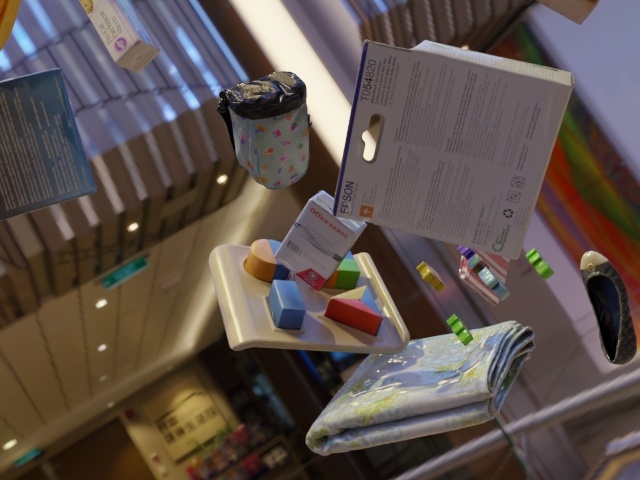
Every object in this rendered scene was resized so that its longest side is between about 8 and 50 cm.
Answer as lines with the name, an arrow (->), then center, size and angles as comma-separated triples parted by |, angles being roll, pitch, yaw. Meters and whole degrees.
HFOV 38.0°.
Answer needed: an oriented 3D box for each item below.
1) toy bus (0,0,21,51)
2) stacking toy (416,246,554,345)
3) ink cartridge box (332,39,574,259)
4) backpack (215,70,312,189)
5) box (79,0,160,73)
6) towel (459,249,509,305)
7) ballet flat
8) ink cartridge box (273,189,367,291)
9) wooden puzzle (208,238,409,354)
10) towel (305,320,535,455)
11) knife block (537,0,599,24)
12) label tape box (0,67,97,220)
toy bus -> -0.499, -0.304, 1.100 | 0.149, 0.220, 0.211 | -63, 0, 10
stacking toy -> 0.247, 0.049, 1.398 | 0.167, 0.052, 0.221 | -43, 29, 11
ink cartridge box -> 0.140, -0.103, 1.031 | 0.045, 0.224, 0.223 | -68, -9, -58
backpack -> -0.086, -0.177, 1.556 | 0.152, 0.115, 0.182 | -17, -48, -20
box -> -0.397, -0.444, 1.687 | 0.067, 0.324, 0.063 | -39, -24, 17
towel -> 0.289, 0.001, 1.595 | 0.029, 0.197, 0.144 | 3, -21, 36
ballet flat -> 0.423, 0.098, 1.365 | 0.057, 0.173, 0.049 | -25, -13, 41
ink cartridge box -> 0.000, 0.000, 1.707 | 0.150, 0.109, 0.063 | -56, -8, 31
wooden puzzle -> -0.026, 0.096, 1.830 | 0.348, 0.322, 0.080 | 2, -57, -18
towel -> 0.188, 0.261, 1.704 | 0.375, 0.090, 0.320 | -19, 7, 29
knife block -> 0.265, -0.289, 0.980 | 0.242, 0.088, 0.275 | -54, -7, -32
label tape box -> -0.607, -0.158, 1.685 | 0.334, 0.240, 0.106 | -19, 17, -22
